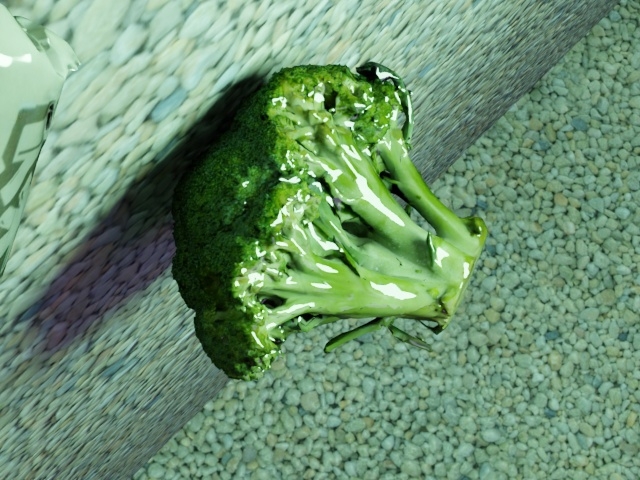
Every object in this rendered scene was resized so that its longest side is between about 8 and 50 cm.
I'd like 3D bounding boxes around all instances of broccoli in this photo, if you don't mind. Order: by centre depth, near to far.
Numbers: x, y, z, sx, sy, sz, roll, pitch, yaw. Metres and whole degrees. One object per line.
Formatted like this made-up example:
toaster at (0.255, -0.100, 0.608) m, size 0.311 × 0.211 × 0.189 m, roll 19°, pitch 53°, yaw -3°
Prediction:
broccoli at (0.000, 0.000, 0.920) m, size 0.304 × 0.283 × 0.321 m, roll 98°, pitch 18°, yaw -59°

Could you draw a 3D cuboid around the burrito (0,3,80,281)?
burrito at (-0.232, 0.032, 0.526) m, size 0.139 × 0.101 × 0.445 m, roll -45°, pitch 172°, yaw -44°
